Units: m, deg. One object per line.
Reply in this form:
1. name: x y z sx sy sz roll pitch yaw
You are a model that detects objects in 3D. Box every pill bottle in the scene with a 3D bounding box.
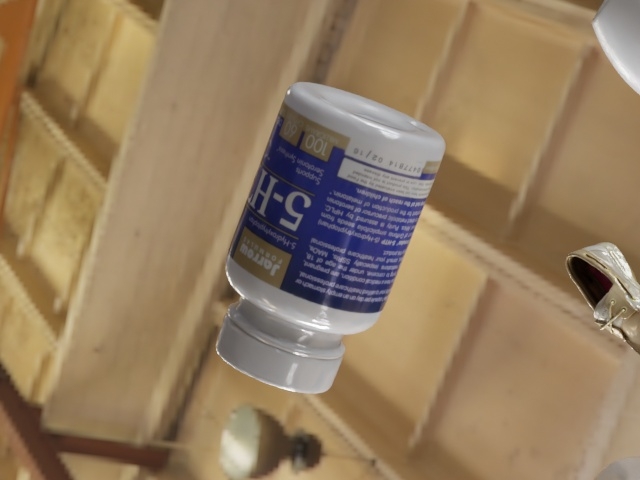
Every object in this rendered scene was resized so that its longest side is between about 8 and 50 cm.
1. pill bottle: 0.000 0.000 1.068 0.112 0.112 0.187 41 -66 58

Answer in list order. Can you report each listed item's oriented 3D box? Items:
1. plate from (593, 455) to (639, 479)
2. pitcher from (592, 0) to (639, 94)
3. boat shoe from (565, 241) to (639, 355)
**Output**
1. plate: 0.373 0.225 1.356 0.277 0.278 0.045 0 99 -82
2. pitcher: 0.288 -0.129 0.994 0.125 0.207 0.178 -55 177 -39
3. boat shoe: 0.304 0.069 1.655 0.170 0.059 0.063 -121 -145 -44
